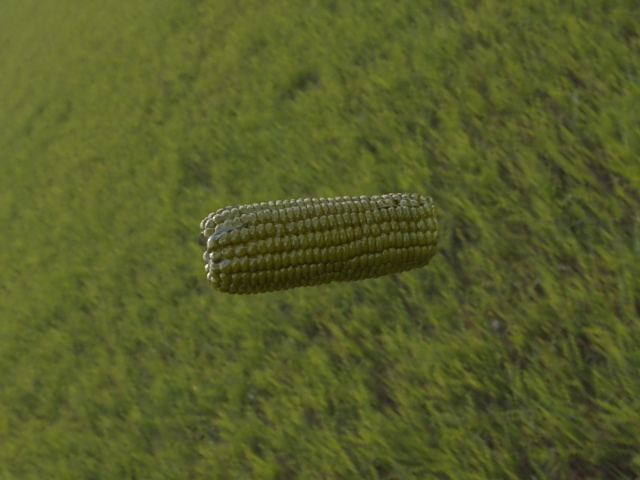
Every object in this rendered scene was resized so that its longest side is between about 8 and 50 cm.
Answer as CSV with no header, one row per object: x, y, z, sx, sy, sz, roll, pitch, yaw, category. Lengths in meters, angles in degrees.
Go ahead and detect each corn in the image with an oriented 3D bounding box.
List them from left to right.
0.000,0.000,1.122,0.093,0.244,0.093,173,90,-78,corn
